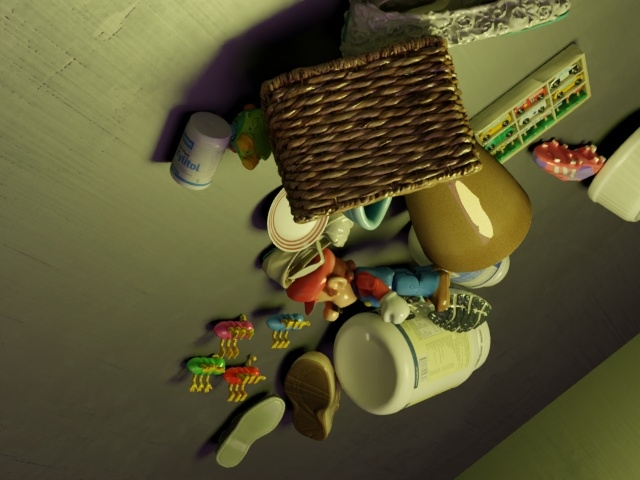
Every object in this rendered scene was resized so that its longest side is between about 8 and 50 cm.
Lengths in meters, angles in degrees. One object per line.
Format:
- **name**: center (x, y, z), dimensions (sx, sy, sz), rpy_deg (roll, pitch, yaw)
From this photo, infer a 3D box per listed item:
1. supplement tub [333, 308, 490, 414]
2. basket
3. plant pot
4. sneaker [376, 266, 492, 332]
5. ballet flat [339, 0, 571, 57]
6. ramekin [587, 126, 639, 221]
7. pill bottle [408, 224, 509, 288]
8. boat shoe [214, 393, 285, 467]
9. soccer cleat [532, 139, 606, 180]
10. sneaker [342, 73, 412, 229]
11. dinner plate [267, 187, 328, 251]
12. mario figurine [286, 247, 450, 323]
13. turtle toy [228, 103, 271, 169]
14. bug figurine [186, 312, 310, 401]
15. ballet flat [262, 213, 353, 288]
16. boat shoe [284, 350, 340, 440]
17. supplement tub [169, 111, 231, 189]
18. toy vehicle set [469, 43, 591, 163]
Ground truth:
- **supplement tub**: center (0.217, 0.252, 2.300), dimensions (0.325, 0.235, 0.235), rpy_deg (-13, 143, -42)
- **basket**: center (0.071, -0.168, 1.545), dimensions (0.299, 0.223, 0.213), rpy_deg (-17, -179, -4)
- **plant pot**: center (0.256, -0.105, 1.905), dimensions (0.237, 0.237, 0.254), rpy_deg (-37, 134, 1)
- **sneaker**: center (0.249, 0.115, 2.198), dimensions (0.283, 0.122, 0.110), rpy_deg (14, 125, -17)
- **ballet flat**: center (0.220, -0.372, 1.548), dimensions (0.409, 0.147, 0.147), rpy_deg (-20, 146, -16)
- **ramekin**: center (0.773, -0.163, 2.351), dimensions (0.273, 0.127, 0.273), rpy_deg (-38, 160, -17)
- **pill bottle**: center (0.316, 0.021, 2.176), dimensions (0.152, 0.152, 0.272), rpy_deg (-45, 149, 15)
- **boat shoe**: center (-0.171, 0.439, 2.355), dimensions (0.081, 0.069, 0.228), rpy_deg (36, 106, -22)
- **soccer cleat**: center (0.546, -0.168, 2.221), dimensions (0.248, 0.083, 0.095), rpy_deg (-5, 143, -45)
- **sneaker**: center (0.126, -0.175, 1.712), dimensions (0.135, 0.150, 0.366), rpy_deg (-14, 140, -34)
- **dinner plate**: center (-0.042, -0.048, 1.820), dimensions (0.141, 0.017, 0.141), rpy_deg (-18, 121, -32)
- **mario figurine**: center (0.089, 0.115, 1.996), dimensions (0.320, 0.170, 0.198), rpy_deg (3, 154, -6)
- **turtle toy**: center (-0.110, -0.164, 1.578), dimensions (0.095, 0.066, 0.130), rpy_deg (-52, 156, -24)
- **bug figurine**: center (-0.158, 0.229, 2.069), dimensions (0.216, 0.072, 0.279), rpy_deg (6, 135, -41)
- **ballet flat**: center (0.000, 0.000, 1.902), dimensions (0.248, 0.086, 0.086), rpy_deg (-41, 149, 7)
- **boat shoe**: center (-0.011, 0.351, 2.366), dimensions (0.341, 0.121, 0.110), rpy_deg (94, 21, -52)
- **supplement tub**: center (-0.187, -0.138, 1.536), dimensions (0.071, 0.071, 0.107), rpy_deg (-8, 139, -38)
- **toy vehicle set**: center (0.424, -0.264, 2.004), dimensions (0.267, 0.035, 0.166), rpy_deg (-37, 150, 3)
